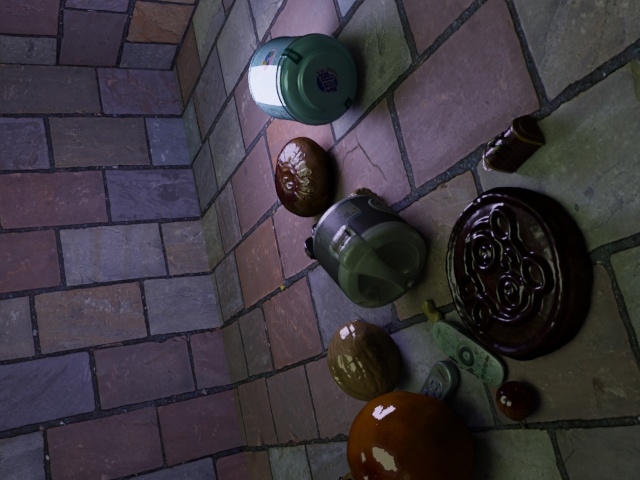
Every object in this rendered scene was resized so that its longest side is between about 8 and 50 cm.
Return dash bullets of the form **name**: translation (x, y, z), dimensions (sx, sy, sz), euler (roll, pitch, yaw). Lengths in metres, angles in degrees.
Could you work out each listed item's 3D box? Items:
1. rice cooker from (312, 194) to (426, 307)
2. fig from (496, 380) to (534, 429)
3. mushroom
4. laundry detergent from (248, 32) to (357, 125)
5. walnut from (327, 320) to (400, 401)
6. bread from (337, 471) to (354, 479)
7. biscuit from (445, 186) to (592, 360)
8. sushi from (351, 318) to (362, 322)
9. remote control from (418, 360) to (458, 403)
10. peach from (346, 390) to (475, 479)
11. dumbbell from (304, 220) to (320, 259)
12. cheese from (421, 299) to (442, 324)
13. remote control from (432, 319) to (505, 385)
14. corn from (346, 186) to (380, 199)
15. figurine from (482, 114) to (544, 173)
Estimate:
- **rice cooker**: translation (0.139, 0.030, 1.775), dimensions (0.277, 0.288, 0.288), euler (49, 136, 50)
- **fig**: translation (0.462, 0.397, 1.455), dimensions (0.089, 0.088, 0.125), euler (37, 146, 54)
- **mushroom**: translation (-0.067, -0.228, 2.239), dimensions (0.278, 0.163, 0.297), euler (29, 122, 57)
- **laundry detergent**: translation (-0.049, -0.525, 2.012), dimensions (0.305, 0.287, 0.287), euler (27, 119, 58)
- **walnut**: translation (0.139, 0.378, 1.918), dimensions (0.261, 0.225, 0.225), euler (61, 147, 15)
- **bread**: translation (0.143, 0.909, 1.895), dimensions (0.314, 0.191, 0.370), euler (30, 140, 18)
- **biscuit**: translation (0.432, 0.076, 1.427), dimensions (0.407, 0.091, 0.408), euler (23, 116, 59)
- **sushi**: translation (0.125, 0.312, 2.097), dimensions (0.060, 0.061, 0.118), euler (47, 156, 37)
- **remote control**: translation (0.326, 0.436, 1.744), dimensions (0.087, 0.047, 0.244), euler (54, 139, 39)
- **peach**: translation (0.229, 0.569, 1.631), dimensions (0.342, 0.301, 0.343), euler (20, 121, 37)
- **dumbbell**: translation (0.000, 0.000, 2.222), dimensions (0.099, 0.099, 0.208), euler (65, 146, 32)
- **cheese**: translation (0.315, 0.201, 1.734), dimensions (0.083, 0.030, 0.044), euler (-126, 33, -53)
- **remote control**: translation (0.385, 0.290, 1.606), dimensions (0.256, 0.045, 0.097), euler (41, 131, 49)
- **corn**: translation (0.089, -0.034, 2.019), dimensions (0.131, 0.131, 0.344), euler (64, 144, 33)
- **figurine**: translation (0.416, -0.207, 1.395), dimensions (0.154, 0.098, 0.082), euler (-51, 55, 50)
